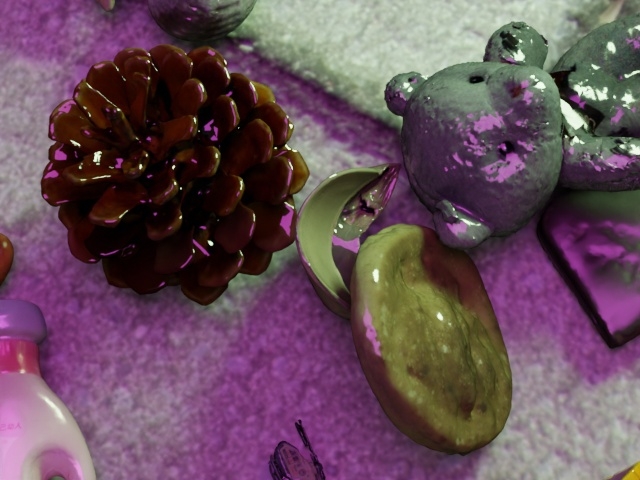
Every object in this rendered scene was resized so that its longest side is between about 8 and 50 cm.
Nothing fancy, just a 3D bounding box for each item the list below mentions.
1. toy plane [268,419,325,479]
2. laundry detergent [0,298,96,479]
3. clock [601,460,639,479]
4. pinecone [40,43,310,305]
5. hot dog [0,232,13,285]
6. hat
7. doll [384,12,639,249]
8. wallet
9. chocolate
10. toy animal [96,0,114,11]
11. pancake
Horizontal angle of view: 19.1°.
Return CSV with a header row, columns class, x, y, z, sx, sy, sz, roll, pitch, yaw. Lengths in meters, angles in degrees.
class,x,y,z,sx,sy,sz,roll,pitch,yaw
toy plane,-0.015,0.232,1.820,0.049,0.031,0.120,-21,68,-14
laundry detergent,-0.290,0.222,1.803,0.159,0.088,0.335,-4,70,-4
clock,0.245,0.323,1.679,0.309,0.235,0.166,-37,90,-22
pinecone,-0.154,-0.071,1.819,0.264,0.264,0.264,-1,71,2
hot dog,-0.368,0.041,1.887,0.090,0.060,0.140,36,69,17
hat,0.000,0.000,1.805,0.144,0.173,0.166,-4,80,45
doll,0.228,-0.138,1.862,0.340,0.158,0.246,-24,59,-10
wallet,0.377,-0.031,1.890,0.310,0.042,0.165,-28,74,-7
chocolate,-0.083,-0.305,1.969,0.110,0.110,0.248,35,76,13
toy animal,-0.184,-0.379,1.954,0.250,0.154,0.166,-44,69,15
pancake,0.112,0.085,1.779,0.050,0.242,0.242,-19,67,32
